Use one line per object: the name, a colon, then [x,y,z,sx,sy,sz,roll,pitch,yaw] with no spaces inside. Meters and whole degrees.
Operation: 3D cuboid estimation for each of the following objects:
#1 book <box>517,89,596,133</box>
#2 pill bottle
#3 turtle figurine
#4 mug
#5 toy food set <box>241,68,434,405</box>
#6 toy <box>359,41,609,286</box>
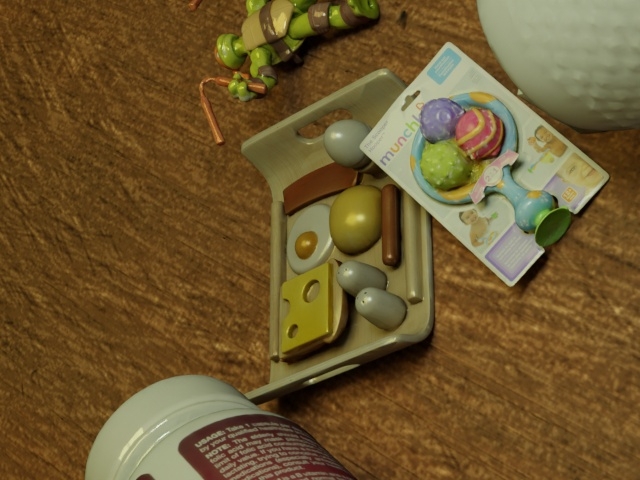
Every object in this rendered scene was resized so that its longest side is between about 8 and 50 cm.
book: [0.233,-0.182,1.798,0.035,0.096,0.144,-6,65,50]
pill bottle: [-0.048,0.288,1.753,0.224,0.224,0.392,-59,38,6]
turtle figurine: [-0.040,-0.227,2.141,0.217,0.087,0.269,-26,43,28]
mug: [0.315,-0.270,1.654,0.328,0.276,0.374,-36,16,35]
toy food set: [0.000,0.000,1.963,0.220,0.092,0.306,-25,52,38]
toy: [0.140,-0.081,1.830,0.137,0.056,0.237,-49,57,5]
